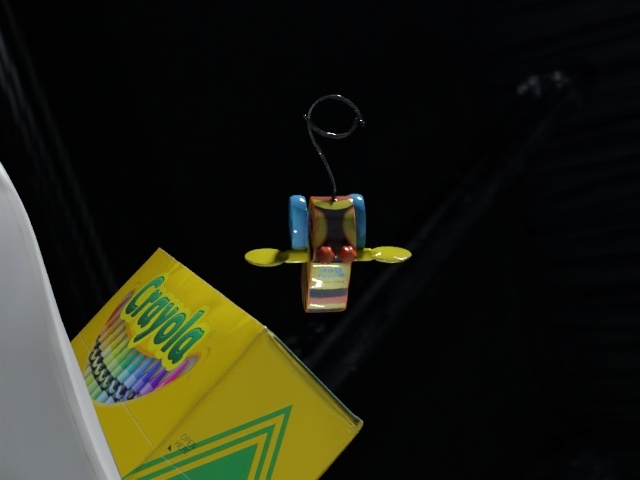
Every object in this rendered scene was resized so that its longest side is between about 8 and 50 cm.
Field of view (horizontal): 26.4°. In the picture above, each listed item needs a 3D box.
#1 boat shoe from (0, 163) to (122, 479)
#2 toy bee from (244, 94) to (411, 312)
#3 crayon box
[{"bbox_3d":[-0.099,0.137,0.394,0.127,0.158,0.340,-8,-122,-16],"label":"boat shoe"},{"bbox_3d":[0.000,0.000,1.680,0.162,0.195,0.298,-96,-14,-48],"label":"toy bee"},{"bbox_3d":[-0.158,0.172,0.988,0.106,0.363,0.313,43,-96,-18],"label":"crayon box"}]
